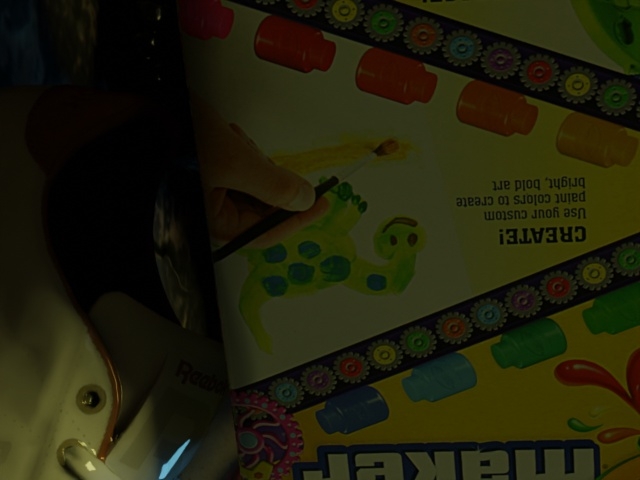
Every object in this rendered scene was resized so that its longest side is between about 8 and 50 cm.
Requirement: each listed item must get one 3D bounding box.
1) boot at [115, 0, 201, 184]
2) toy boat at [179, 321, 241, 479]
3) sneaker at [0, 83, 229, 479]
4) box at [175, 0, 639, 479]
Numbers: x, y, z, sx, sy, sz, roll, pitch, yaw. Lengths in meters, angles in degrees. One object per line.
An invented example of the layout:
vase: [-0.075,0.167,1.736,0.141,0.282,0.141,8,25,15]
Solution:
boot: [-0.004,0.000,0.934,0.260,0.131,0.348,62,17,-71]
toy boat: [-0.012,0.113,0.775,0.151,0.151,0.231,43,25,-3]
sneaker: [-0.090,0.083,0.601,0.106,0.123,0.290,26,59,-61]
box: [0.062,-0.088,0.649,0.290,0.177,0.279,-79,165,-61]
